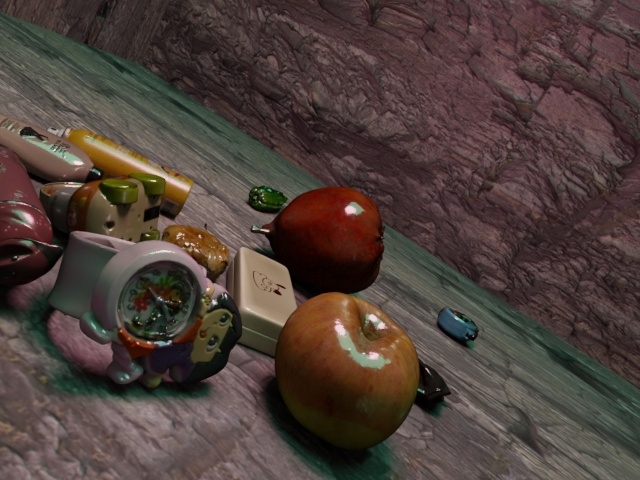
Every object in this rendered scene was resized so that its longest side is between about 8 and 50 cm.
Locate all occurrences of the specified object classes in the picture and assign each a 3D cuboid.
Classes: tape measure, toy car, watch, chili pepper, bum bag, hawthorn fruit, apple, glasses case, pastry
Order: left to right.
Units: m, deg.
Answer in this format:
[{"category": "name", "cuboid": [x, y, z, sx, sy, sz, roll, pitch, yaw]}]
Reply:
[{"category": "toy car", "cuboid": [-0.430, -0.061, 0.998, 0.235, 0.145, 0.235, 10, 14, -2]}, {"category": "watch", "cuboid": [-0.258, 0.091, 0.769, 0.244, 0.196, 0.231, 20, -4, -43]}, {"category": "pastry", "cuboid": [-0.265, 0.025, 1.102, 0.153, 0.081, 0.153, 36, 18, -14]}, {"category": "glasses case", "cuboid": [-0.124, 0.118, 1.088, 0.131, 0.070, 0.313, 27, 14, -17]}, {"category": "chili pepper", "cuboid": [-0.183, -0.153, 1.911, 0.099, 0.083, 0.253, 24, 9, 11]}, {"category": "hawthorn fruit", "cuboid": [0.022, 0.004, 1.407, 0.308, 0.325, 0.308, 42, 38, -46]}, {"category": "apple", "cuboid": [0.041, 0.208, 0.862, 0.261, 0.194, 0.261, 27, 16, -9]}, {"category": "bum bag", "cuboid": [0.159, 0.264, 1.157, 0.326, 0.079, 0.142, 29, 10, -4]}, {"category": "tape measure", "cuboid": [0.455, 0.278, 1.732, 0.146, 0.081, 0.125, 35, 11, 18]}]

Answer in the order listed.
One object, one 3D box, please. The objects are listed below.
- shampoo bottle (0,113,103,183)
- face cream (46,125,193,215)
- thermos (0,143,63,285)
[{"category": "shampoo bottle", "cuboid": [-0.600, -0.188, 1.130, 0.257, 0.078, 0.127, 27, 34, -17]}, {"category": "face cream", "cuboid": [-0.493, -0.177, 1.276, 0.349, 0.105, 0.105, 25, 15, -21]}, {"category": "thermos", "cuboid": [-0.484, -0.040, 0.772, 0.136, 0.109, 0.330, 8, 23, -42]}]
